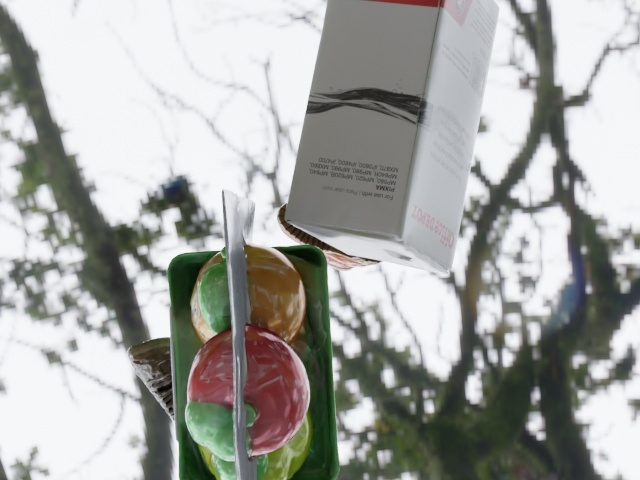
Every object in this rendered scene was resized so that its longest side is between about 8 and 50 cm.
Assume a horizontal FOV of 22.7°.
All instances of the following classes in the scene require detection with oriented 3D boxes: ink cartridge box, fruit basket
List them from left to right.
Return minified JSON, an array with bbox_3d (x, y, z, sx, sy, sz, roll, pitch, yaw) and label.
[{"bbox_3d":[-0.078,0.121,1.463,0.165,0.327,0.353,-3,180,6],"label":"fruit basket"},{"bbox_3d":[0.072,-0.121,1.485,0.114,0.197,0.273,8,-97,20],"label":"ink cartridge box"}]

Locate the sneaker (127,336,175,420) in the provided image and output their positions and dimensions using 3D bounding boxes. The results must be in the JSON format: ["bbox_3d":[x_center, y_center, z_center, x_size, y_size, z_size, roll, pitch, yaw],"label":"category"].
[{"bbox_3d":[-0.153,0.161,1.765,0.066,0.188,0.071,-22,-114,10],"label":"sneaker"}]

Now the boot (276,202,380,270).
[{"bbox_3d":[0.000,0.000,2.038,0.084,0.158,0.059,-22,-130,55],"label":"boot"}]
